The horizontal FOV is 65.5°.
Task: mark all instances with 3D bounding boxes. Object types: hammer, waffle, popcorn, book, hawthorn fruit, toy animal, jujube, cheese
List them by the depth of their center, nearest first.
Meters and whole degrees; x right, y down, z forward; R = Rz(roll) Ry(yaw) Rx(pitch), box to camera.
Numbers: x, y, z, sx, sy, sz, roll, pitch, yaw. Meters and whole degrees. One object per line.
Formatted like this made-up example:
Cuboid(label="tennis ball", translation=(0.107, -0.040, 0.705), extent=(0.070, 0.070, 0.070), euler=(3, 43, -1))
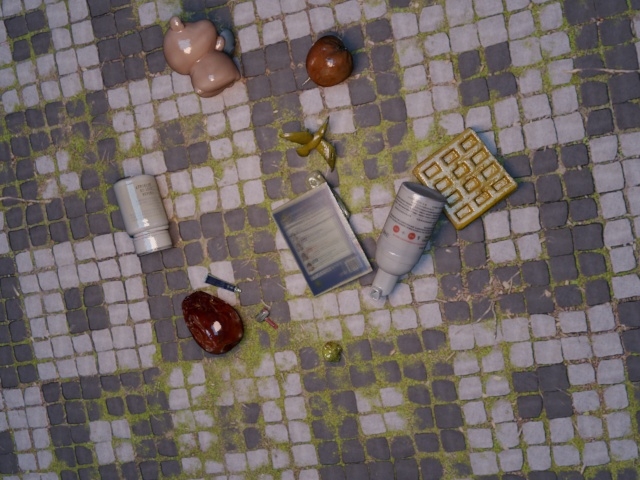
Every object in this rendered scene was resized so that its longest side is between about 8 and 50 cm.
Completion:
Cuboid(label="waffle", translation=(0.440, -0.187, 1.524), extent=(0.221, 0.055, 0.247), euler=(-38, 87, 10))
Cuboid(label="hawthorn fruit", translation=(0.015, -0.550, 1.547), extent=(0.189, 0.149, 0.149), euler=(-8, 93, 46))
Cuboid(label="toy animal", translation=(-0.025, -0.330, 1.571), extent=(0.219, 0.095, 0.155), euler=(21, 99, -31))
Cuboid(label="toy animal", translation=(-0.378, -0.567, 1.575), extent=(0.230, 0.210, 0.220), euler=(-5, 88, -26))
Cuboid(label="cheese", translation=(0.023, -0.138, 1.608), extent=(0.065, 0.043, 0.193), euler=(-36, 87, 13))
Cuboid(label="book", translation=(0.000, 0.000, 1.609), extent=(0.229, 0.018, 0.322), euler=(-26, 92, 20))
Cuboid(label="popcorn", translation=(0.034, 0.371, 1.635), extent=(0.060, 0.068, 0.083), euler=(7, 135, 32))
Cuboid(label="jujube", translation=(-0.363, 0.266, 1.657), extent=(0.236, 0.168, 0.168), euler=(44, 100, 21))
Cuboid(label="hammer", translation=(-0.177, 0.270, 1.681), extent=(0.083, 0.031, 0.052), euler=(42, 103, -6))

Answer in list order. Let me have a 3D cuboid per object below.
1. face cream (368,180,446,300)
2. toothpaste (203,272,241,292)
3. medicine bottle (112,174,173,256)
Cuboid(label="face cream", translation=(0.245, 0.013, 1.526), extent=(0.146, 0.145, 0.369), euler=(24, 113, 8))
Cuboid(label="toothpaste", translation=(-0.334, 0.150, 1.702), extent=(0.140, 0.021, 0.037), euler=(20, 90, 10))
Cuboid(label="medicine bottle", translation=(-0.591, -0.082, 1.669), extent=(0.144, 0.143, 0.257), euler=(-16, 90, 11))
